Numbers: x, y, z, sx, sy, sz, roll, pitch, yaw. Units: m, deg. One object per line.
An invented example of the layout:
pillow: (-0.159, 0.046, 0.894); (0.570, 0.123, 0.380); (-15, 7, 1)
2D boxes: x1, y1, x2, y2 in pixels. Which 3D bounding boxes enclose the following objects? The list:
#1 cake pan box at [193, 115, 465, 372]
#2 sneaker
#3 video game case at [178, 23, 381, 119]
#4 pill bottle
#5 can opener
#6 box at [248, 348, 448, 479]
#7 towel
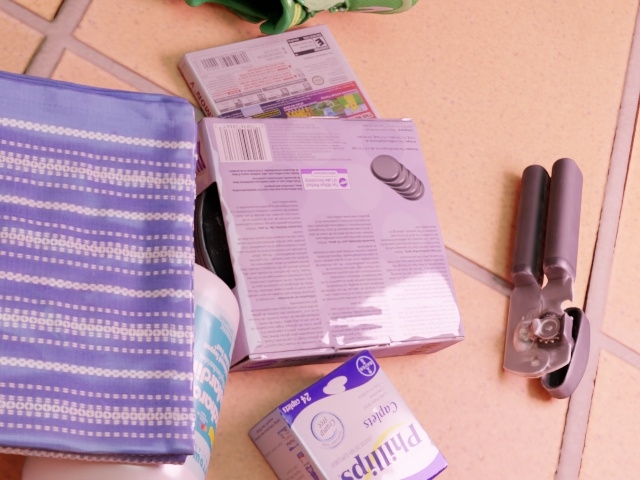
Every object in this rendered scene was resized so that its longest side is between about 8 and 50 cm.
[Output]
cake pan box: (0.000, 0.000, 1.313); (0.267, 0.070, 0.245); (-4, 70, -31)
sneaker: (-0.026, -0.277, 1.466); (0.296, 0.109, 0.123); (3, 63, -18)
video game case: (-0.030, -0.140, 1.427); (0.201, 0.023, 0.183); (-19, 73, -38)
pill bottle: (-0.159, 0.151, 1.097); (0.146, 0.146, 0.264); (22, 54, -17)
can opener: (0.257, 0.042, 1.468); (0.095, 0.076, 0.283); (49, 41, -39)
box: (0.027, 0.193, 1.227); (0.126, 0.072, 0.137); (-30, 80, -38)
towel: (-0.213, 0.009, 1.046); (0.243, 0.040, 0.335); (8, 57, -18)
